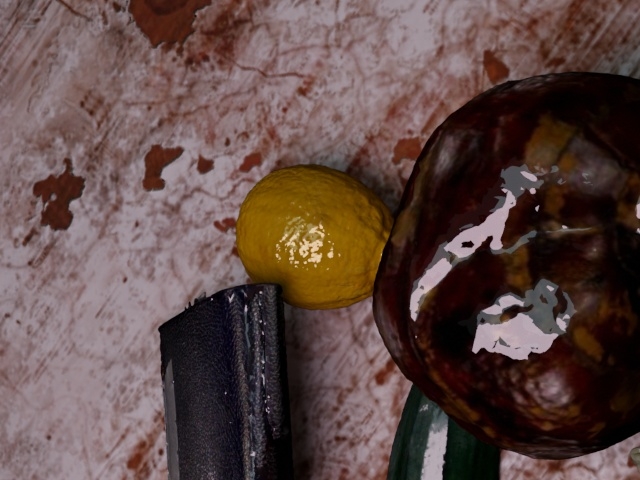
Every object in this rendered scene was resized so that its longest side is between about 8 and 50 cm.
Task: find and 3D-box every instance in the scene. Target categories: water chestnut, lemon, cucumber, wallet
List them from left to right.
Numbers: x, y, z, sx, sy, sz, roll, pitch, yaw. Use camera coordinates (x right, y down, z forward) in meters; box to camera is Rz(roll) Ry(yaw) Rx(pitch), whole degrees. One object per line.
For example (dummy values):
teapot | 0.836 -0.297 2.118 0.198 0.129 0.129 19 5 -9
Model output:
wallet | -0.095 0.168 1.517 0.262 0.071 0.221 -26 68 61
lemon | 0.000 0.000 1.514 0.187 0.142 0.142 15 91 21
cucumber | 0.108 0.221 1.479 0.115 0.063 0.244 1 83 26
water chestnut | 0.190 0.018 1.351 0.347 0.335 0.335 11 89 57

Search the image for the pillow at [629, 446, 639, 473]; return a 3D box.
pillow | 0.424 0.276 1.308 0.281 0.076 0.274 -18 74 23
